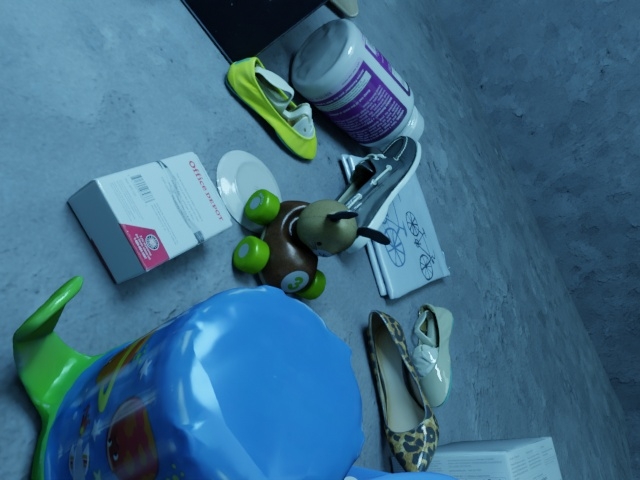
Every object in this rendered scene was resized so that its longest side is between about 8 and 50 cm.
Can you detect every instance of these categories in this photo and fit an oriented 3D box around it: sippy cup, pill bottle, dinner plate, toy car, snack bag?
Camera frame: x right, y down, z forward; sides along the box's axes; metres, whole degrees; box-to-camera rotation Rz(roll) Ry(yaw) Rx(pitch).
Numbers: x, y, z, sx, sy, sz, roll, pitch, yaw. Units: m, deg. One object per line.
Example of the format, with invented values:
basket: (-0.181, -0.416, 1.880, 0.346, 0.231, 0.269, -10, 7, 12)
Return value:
sippy cup: (-0.090, 0.157, 0.403, 0.306, 0.224, 0.239, 12, 52, -38)
pill bottle: (0.093, -0.306, 1.008, 0.302, 0.169, 0.169, 31, 49, -42)
dinner plate: (-0.105, -0.080, 0.747, 0.141, 0.017, 0.141, 28, 52, -43)
toy car: (0.000, 0.000, 0.679, 0.155, 0.189, 0.148, 31, 60, -42)
snack bag: (0.186, -0.044, 1.108, 0.343, 0.037, 0.322, -9, 80, -55)

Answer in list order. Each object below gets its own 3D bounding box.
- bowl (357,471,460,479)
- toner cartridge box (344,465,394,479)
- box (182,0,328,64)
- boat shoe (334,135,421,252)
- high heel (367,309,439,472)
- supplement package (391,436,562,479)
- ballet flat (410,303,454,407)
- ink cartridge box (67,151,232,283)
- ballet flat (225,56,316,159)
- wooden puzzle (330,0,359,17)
bowl: (-0.023, 0.311, 0.348, 0.391, 0.391, 0.077, 32, 17, -41)
toner cartridge box: (0.057, 0.383, 0.599, 0.348, 0.075, 0.165, 26, 52, -30)
box: (-0.026, -0.503, 0.798, 0.179, 0.344, 0.312, 51, 37, -23)
boat shoe: (0.103, -0.116, 0.919, 0.091, 0.114, 0.302, 42, 55, -18)
high heel: (0.122, 0.247, 0.795, 0.186, 0.093, 0.261, 60, 18, -23)
supplement package: (0.284, 0.435, 0.826, 0.262, 0.204, 0.145, 20, 57, -48)
ballet flat: (0.225, 0.225, 0.982, 0.086, 0.086, 0.248, 52, 33, -22)
ink cartridge box: (-0.192, -0.032, 0.557, 0.109, 0.063, 0.150, 63, 34, -7)
ballet flat: (-0.063, -0.229, 0.830, 0.231, 0.077, 0.077, 40, 42, -35)
wooden puzzle: (-0.004, -0.708, 1.215, 0.239, 0.044, 0.220, 11, 64, -46)
